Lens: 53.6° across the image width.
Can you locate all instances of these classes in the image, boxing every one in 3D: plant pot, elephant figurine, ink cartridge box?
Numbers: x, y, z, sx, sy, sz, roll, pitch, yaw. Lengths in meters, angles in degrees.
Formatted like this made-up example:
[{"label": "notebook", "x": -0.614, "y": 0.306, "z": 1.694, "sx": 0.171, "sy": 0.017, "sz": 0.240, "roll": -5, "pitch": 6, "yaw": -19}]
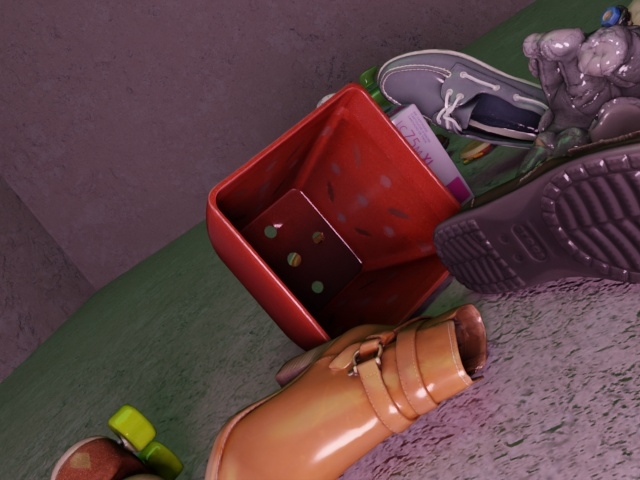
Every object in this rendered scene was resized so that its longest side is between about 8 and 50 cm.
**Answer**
[{"label": "plant pot", "x": 0.000, "y": 0.000, "z": 0.870, "sx": 0.267, "sy": 0.267, "sz": 0.235, "roll": -42, "pitch": 4, "yaw": -27}, {"label": "elephant figurine", "x": 0.324, "y": -0.136, "z": 0.783, "sx": 0.185, "sy": 0.240, "sz": 0.169, "roll": 3, "pitch": 15, "yaw": 27}, {"label": "ink cartridge box", "x": 0.149, "y": -0.147, "z": 1.114, "sx": 0.065, "sy": 0.186, "sz": 0.311, "roll": -37, "pitch": 13, "yaw": -2}]

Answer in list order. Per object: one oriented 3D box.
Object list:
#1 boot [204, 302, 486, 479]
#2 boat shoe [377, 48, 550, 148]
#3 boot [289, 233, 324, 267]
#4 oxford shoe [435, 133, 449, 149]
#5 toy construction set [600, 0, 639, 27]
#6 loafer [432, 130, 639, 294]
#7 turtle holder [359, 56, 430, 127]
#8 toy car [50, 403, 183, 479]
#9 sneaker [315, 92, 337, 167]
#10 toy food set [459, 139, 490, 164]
[{"label": "boot", "x": 0.037, "y": 0.162, "z": 0.558, "sx": 0.220, "sy": 0.109, "sz": 0.283, "roll": -24, "pitch": 10, "yaw": 27}, {"label": "boat shoe", "x": 0.235, "y": -0.222, "z": 1.009, "sx": 0.099, "sy": 0.319, "sz": 0.116, "roll": -54, "pitch": -22, "yaw": -52}, {"label": "boot", "x": 0.005, "y": 0.009, "z": 1.156, "sx": 0.158, "sy": 0.059, "sz": 0.085, "roll": -41, "pitch": -9, "yaw": -21}, {"label": "oxford shoe", "x": 0.166, "y": -0.169, "z": 1.348, "sx": 0.227, "sy": 0.096, "sz": 0.083, "roll": -31, "pitch": 12, "yaw": 11}, {"label": "toy construction set", "x": 0.532, "y": -0.336, "z": 0.958, "sx": 0.327, "sy": 0.151, "sz": 0.215, "roll": -37, "pitch": 35, "yaw": 30}, {"label": "loafer", "x": 0.258, "y": -0.042, "z": 0.601, "sx": 0.130, "sy": 0.134, "sz": 0.365, "roll": -43, "pitch": 15, "yaw": -28}, {"label": "turtle holder", "x": 0.112, "y": -0.249, "z": 1.470, "sx": 0.320, "sy": 0.228, "sz": 0.243, "roll": -42, "pitch": 16, "yaw": -24}, {"label": "toy car", "x": -0.182, "y": 0.289, "z": 0.648, "sx": 0.188, "sy": 0.149, "sz": 0.155, "roll": 17, "pitch": 51, "yaw": 37}, {"label": "sneaker", "x": 0.066, "y": -0.134, "z": 1.082, "sx": 0.090, "sy": 0.270, "sz": 0.145, "roll": -14, "pitch": 59, "yaw": 18}, {"label": "toy food set", "x": 0.301, "y": -0.178, "z": 1.207, "sx": 0.082, "sy": 0.020, "sz": 0.083, "roll": -27, "pitch": 16, "yaw": 32}]
